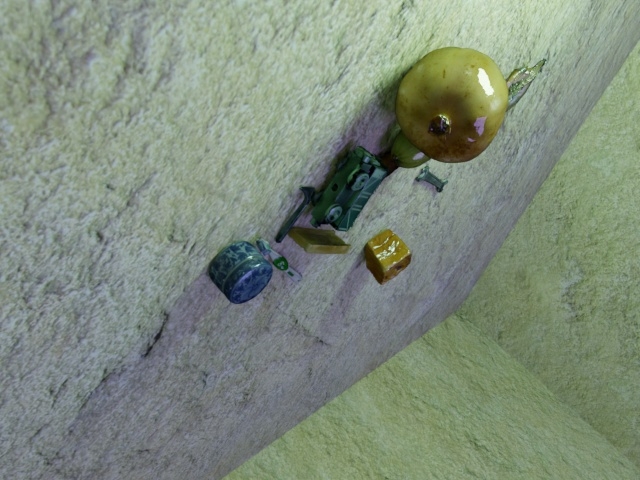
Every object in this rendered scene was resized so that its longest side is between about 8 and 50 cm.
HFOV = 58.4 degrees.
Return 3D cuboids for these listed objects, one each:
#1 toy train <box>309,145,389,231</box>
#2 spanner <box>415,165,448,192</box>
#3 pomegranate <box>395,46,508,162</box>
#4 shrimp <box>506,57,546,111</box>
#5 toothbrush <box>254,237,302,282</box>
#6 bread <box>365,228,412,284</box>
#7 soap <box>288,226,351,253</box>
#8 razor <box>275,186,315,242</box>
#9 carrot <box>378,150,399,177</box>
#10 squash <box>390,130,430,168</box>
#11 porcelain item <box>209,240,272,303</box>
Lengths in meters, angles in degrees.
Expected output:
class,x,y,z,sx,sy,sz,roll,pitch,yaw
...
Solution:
class,x,y,z,sx,sy,sz,roll,pitch,yaw
toy train,0.075,-0.140,1.641,0.154,0.115,0.270,6,122,-54
spanner,0.431,-0.234,2.193,0.071,0.017,0.302,-54,154,14
pomegranate,0.349,-0.354,1.526,0.319,0.319,0.319,-37,153,-22
shrimp,0.714,-0.574,2.100,0.145,0.059,0.254,2,132,-47
toothbrush,-0.120,0.067,1.737,0.042,0.040,0.418,-31,159,2
bread,0.255,0.060,2.198,0.149,0.143,0.158,-30,151,-19
soap,0.000,0.001,1.753,0.037,0.092,0.252,-57,154,16
razor,-0.074,-0.067,1.605,0.066,0.033,0.190,-3,132,-56
carrot,0.256,-0.276,1.802,0.314,0.066,0.066,-39,154,-26
squash,0.306,-0.303,1.726,0.247,0.132,0.133,-43,156,-19
porcelain item,-0.208,0.087,1.523,0.147,0.114,0.147,-36,152,-23
